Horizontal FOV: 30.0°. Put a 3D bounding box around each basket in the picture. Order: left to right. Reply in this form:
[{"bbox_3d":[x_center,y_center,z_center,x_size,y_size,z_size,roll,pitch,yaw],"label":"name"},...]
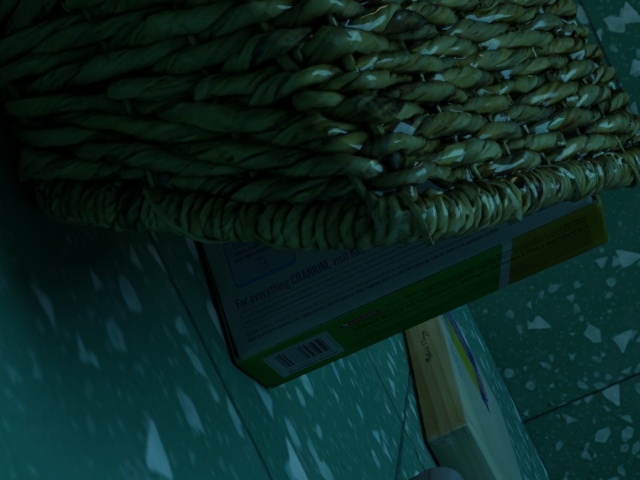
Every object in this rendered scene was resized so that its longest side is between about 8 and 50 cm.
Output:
[{"bbox_3d":[-0.004,-0.068,0.601,0.299,0.213,0.223,-17,77,-56],"label":"basket"}]

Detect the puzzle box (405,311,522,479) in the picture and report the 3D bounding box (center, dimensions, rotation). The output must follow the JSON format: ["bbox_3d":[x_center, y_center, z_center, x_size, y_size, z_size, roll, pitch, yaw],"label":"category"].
[{"bbox_3d":[0.186,0.228,1.506,0.272,0.052,0.409,61,10,-22],"label":"puzzle box"}]

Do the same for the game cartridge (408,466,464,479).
[{"bbox_3d":[0.155,0.348,1.023,0.297,0.062,0.198,64,13,-7],"label":"game cartridge"}]

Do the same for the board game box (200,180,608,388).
[{"bbox_3d":[0.017,-0.093,0.807,0.064,0.242,0.316,51,18,-62],"label":"board game box"}]
